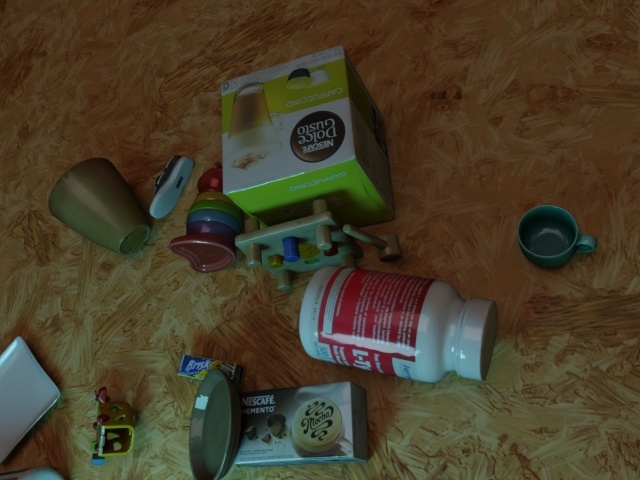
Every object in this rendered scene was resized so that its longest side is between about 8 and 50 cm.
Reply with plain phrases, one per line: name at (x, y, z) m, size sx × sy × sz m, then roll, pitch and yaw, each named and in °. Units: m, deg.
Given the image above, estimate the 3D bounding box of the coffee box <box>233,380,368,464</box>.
coffee box at (-0.047, 0.433, 1.505) m, size 0.297 × 0.119 × 0.168 m, roll -9°, pitch 65°, yaw 19°

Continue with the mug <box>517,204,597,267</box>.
mug at (0.529, 0.005, 1.468) m, size 0.129 × 0.097 × 0.158 m, roll -41°, pitch 59°, yaw 1°

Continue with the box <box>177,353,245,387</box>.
box at (-0.286, 0.341, 1.684) m, size 0.168 × 0.054 × 0.059 m, roll 5°, pitch 70°, yaw 24°

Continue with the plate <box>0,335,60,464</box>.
plate at (-0.905, 0.469, 1.890) m, size 0.278 × 0.045 × 0.277 m, roll 38°, pitch 85°, yaw 31°

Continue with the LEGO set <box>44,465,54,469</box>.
LEGO set at (-0.750, 0.647, 1.764) m, size 0.083 × 0.023 × 0.054 m, roll -31°, pitch 56°, yaw 23°

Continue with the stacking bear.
stacking bear at (-0.301, -0.080, 1.825) m, size 0.164 × 0.175 × 0.289 m, roll -10°, pitch 57°, yaw 21°

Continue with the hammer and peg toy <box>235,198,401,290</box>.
hammer and peg toy at (0.000, 0.000, 1.593) m, size 0.361 × 0.266 × 0.127 m, roll -15°, pitch 63°, yaw 17°

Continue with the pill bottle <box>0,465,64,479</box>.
pill bottle at (-0.854, 0.715, 1.665) m, size 0.362 × 0.210 × 0.210 m, roll -15°, pitch 63°, yaw 17°

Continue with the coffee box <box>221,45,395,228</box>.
coffee box at (-0.027, -0.227, 1.661) m, size 0.337 × 0.338 × 0.335 m, roll -13°, pitch 64°, yaw 18°

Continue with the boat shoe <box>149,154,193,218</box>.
boat shoe at (-0.469, -0.166, 1.977) m, size 0.070 × 0.078 × 0.219 m, roll 16°, pitch 66°, yaw 27°

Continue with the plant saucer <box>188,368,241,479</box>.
plant saucer at (-0.254, 0.450, 1.550) m, size 0.278 × 0.041 × 0.278 m, roll -36°, pitch 48°, yaw 53°

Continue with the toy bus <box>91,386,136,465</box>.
toy bus at (-0.541, 0.477, 1.700) m, size 0.104 × 0.191 × 0.202 m, roll 5°, pitch 62°, yaw -23°

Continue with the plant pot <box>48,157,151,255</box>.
plant pot at (-0.637, -0.079, 1.939) m, size 0.254 × 0.237 × 0.237 m, roll 41°, pitch 87°, yaw 16°

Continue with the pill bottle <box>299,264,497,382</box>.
pill bottle at (0.177, 0.190, 1.456) m, size 0.407 × 0.229 × 0.229 m, roll 7°, pitch 71°, yaw 26°
